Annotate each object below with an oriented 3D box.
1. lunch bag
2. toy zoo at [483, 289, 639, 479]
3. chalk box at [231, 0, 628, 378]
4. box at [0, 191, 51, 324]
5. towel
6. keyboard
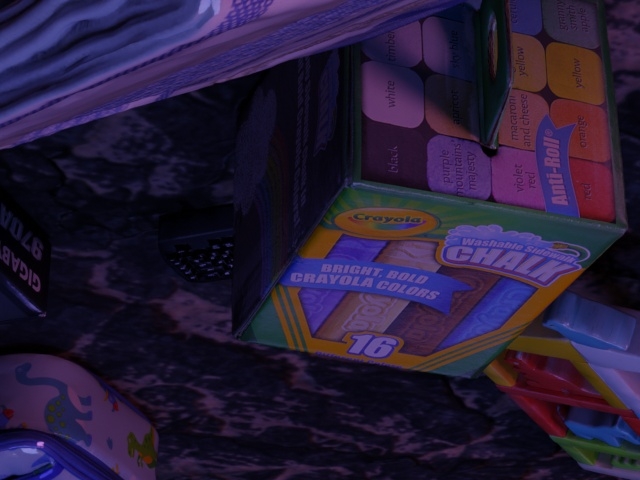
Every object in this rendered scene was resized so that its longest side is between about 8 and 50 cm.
[{"bbox_3d":[-0.231,0.150,1.291,0.219,0.090,0.176,-13,146,20],"label":"lunch bag"},{"bbox_3d":[0.196,0.094,1.175,0.192,0.030,0.293,8,159,34],"label":"toy zoo"},{"bbox_3d":[0.053,-0.044,0.890,0.132,0.132,0.213,11,151,-18],"label":"chalk box"},{"bbox_3d":[-0.267,-0.013,1.029,0.175,0.051,0.220,-10,150,17],"label":"box"},{"bbox_3d":[-0.008,-0.079,0.621,0.209,0.034,0.285,-16,-176,45],"label":"towel"},{"bbox_3d":[0.000,0.000,1.068,0.192,0.038,0.100,-10,149,17],"label":"keyboard"}]
